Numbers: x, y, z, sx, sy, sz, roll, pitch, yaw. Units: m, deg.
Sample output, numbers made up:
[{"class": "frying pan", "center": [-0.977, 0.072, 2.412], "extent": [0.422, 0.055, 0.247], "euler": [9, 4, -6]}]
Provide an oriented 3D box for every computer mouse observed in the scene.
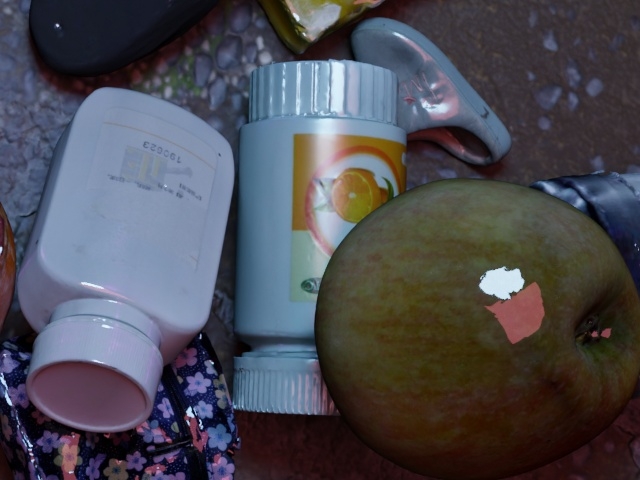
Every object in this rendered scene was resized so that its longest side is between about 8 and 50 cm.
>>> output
[{"class": "computer mouse", "center": [-0.149, -0.256, 1.473], "extent": [0.270, 0.086, 0.137], "euler": [-44, 74, 12]}]

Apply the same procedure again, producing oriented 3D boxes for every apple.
[{"class": "apple", "center": [0.134, 0.075, 1.338], "extent": [0.257, 0.234, 0.256], "euler": [-3, 94, -45]}]

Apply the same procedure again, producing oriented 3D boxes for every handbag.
[{"class": "handbag", "center": [-0.178, 0.162, 1.432], "extent": [0.208, 0.127, 0.228], "euler": [-17, 76, -27]}]

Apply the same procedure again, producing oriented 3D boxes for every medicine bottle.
[{"class": "medicine bottle", "center": [-0.169, 0.015, 1.392], "extent": [0.161, 0.111, 0.296], "euler": [22, 47, -19]}, {"class": "medicine bottle", "center": [0.000, 0.000, 1.483], "extent": [0.158, 0.158, 0.318], "euler": [2, 85, -16]}]

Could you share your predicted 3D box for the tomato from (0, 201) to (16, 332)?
[{"class": "tomato", "center": [-0.351, 0.046, 1.377], "extent": [0.200, 0.139, 0.233], "euler": [21, 71, 22]}]

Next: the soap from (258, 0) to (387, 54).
[{"class": "soap", "center": [-0.023, -0.357, 1.544], "extent": [0.199, 0.091, 0.315], "euler": [-34, 94, -17]}]

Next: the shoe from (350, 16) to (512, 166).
[{"class": "shoe", "center": [0.098, -0.129, 1.562], "extent": [0.195, 0.079, 0.078], "euler": [40, 62, -14]}]

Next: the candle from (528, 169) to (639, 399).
[{"class": "candle", "center": [0.348, 0.034, 1.555], "extent": [0.343, 0.221, 0.221], "euler": [-7, 87, -20]}]
